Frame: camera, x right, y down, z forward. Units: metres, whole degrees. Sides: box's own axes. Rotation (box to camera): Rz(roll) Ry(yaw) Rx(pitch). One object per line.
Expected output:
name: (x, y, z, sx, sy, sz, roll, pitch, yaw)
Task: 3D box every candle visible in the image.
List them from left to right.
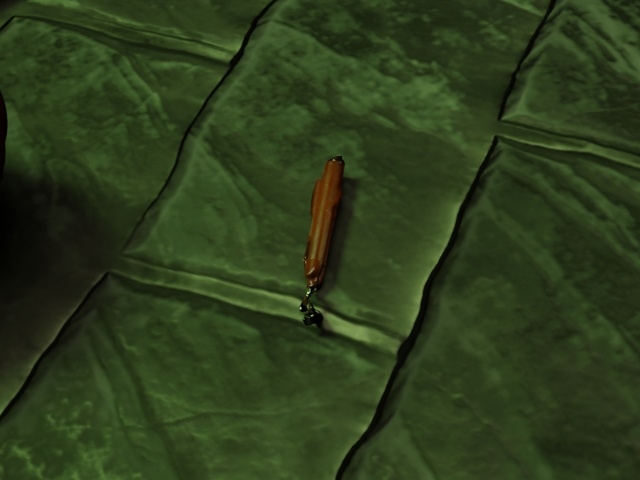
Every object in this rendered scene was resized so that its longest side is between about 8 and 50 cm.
candle: (0.000, 0.001, 0.860, 0.026, 0.021, 0.167, -13, 46, 26)

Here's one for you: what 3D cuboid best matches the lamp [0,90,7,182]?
lamp: (-0.343, -0.063, 0.810, 0.226, 0.227, 0.227, -1, 49, 1)
